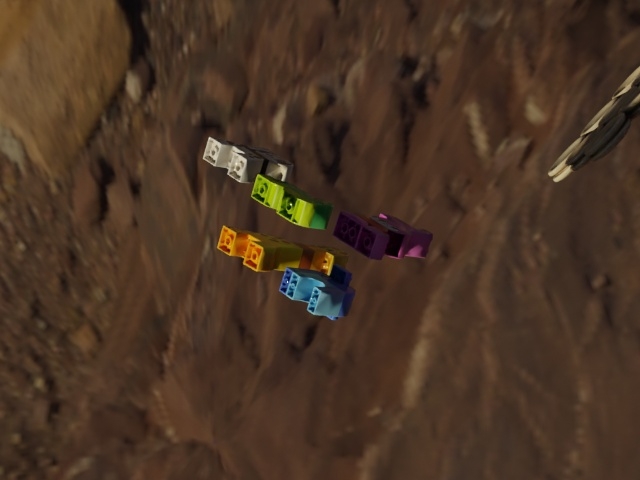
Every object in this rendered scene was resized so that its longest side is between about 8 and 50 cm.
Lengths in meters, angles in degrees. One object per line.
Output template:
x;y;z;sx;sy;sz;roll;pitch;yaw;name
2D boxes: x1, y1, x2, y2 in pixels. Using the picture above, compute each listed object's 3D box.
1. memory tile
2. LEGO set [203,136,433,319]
0.212;-0.099;1.299;0.012;0.113;0.148;42;75;-3;memory tile
0.000;0.000;1.477;0.093;0.227;0.087;7;106;-38;LEGO set
